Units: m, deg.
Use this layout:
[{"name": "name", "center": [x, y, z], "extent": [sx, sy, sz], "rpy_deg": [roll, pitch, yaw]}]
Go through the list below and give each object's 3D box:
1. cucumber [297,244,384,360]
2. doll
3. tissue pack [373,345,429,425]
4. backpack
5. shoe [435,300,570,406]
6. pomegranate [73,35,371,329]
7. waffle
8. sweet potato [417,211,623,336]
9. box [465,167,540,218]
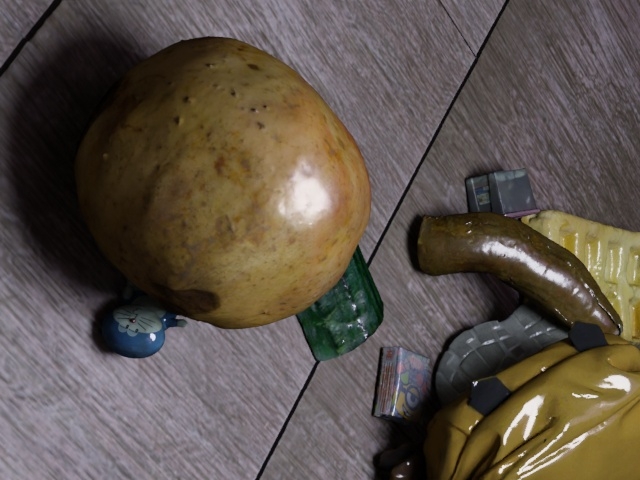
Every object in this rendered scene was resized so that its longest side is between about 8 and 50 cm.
[{"name": "cucumber", "center": [0.000, 0.000, 1.810], "extent": [0.115, 0.063, 0.244], "rpy_deg": [-44, 116, -43]}, {"name": "doll", "center": [-0.171, 0.082, 1.605], "extent": [0.083, 0.076, 0.050], "rpy_deg": [-51, 157, -46]}, {"name": "tissue pack", "center": [0.096, 0.170, 1.916], "extent": [0.063, 0.035, 0.083], "rpy_deg": [22, 70, -45]}, {"name": "backpack", "center": [0.263, 0.289, 1.920], "extent": [0.353, 0.201, 0.378], "rpy_deg": [-20, 129, -24]}, {"name": "shoe", "center": [0.232, 0.159, 2.039], "extent": [0.227, 0.099, 0.125], "rpy_deg": [-28, 151, -23]}, {"name": "pomegranate", "center": [-0.094, -0.053, 1.556], "extent": [0.281, 0.281, 0.281], "rpy_deg": [7, 80, -48]}, {"name": "waffle", "center": [0.363, 0.056, 2.213], "extent": [0.274, 0.057, 0.168], "rpy_deg": [11, 77, -47]}, {"name": "sweet potato", "center": [0.245, 0.043, 1.989], "extent": [0.286, 0.085, 0.112], "rpy_deg": [29, 95, -10]}, {"name": "box", "center": [0.228, -0.055, 2.076], "extent": [0.085, 0.060, 0.063], "rpy_deg": [-8, 83, -48]}]
